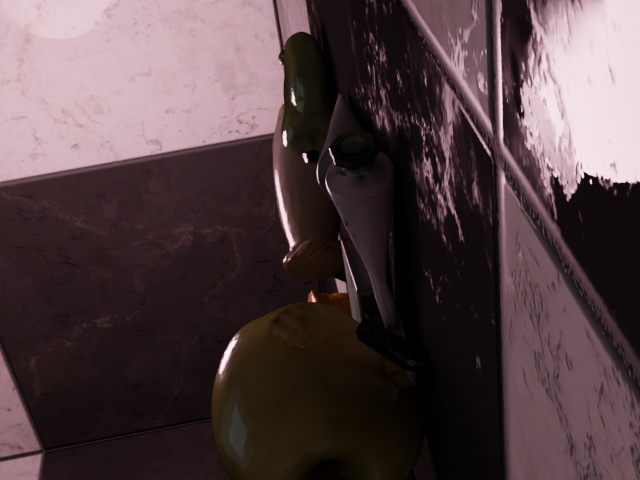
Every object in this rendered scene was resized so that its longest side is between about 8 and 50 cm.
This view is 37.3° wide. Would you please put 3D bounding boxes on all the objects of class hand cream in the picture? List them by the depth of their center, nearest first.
[{"bbox_3d":[0.068,0.013,1.104,0.336,0.076,0.121,73,-172,-46],"label":"hand cream"},{"bbox_3d":[0.033,-0.114,1.254,0.341,0.077,0.125,-92,-8,-75],"label":"hand cream"}]

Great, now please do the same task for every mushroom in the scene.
[{"bbox_3d":[-0.026,-0.098,1.935,0.154,0.137,0.408,105,163,-55],"label":"mushroom"}]

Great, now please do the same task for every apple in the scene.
[{"bbox_3d":[-0.005,0.214,1.167,0.279,0.279,0.279,170,90,-88],"label":"apple"}]

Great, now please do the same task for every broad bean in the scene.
[{"bbox_3d":[-0.020,-0.246,1.644,0.169,0.100,0.228,-155,65,-80],"label":"broad bean"}]

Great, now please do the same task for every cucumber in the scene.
[{"bbox_3d":[0.085,0.122,1.082,0.133,0.032,0.032,24,127,61],"label":"cucumber"}]

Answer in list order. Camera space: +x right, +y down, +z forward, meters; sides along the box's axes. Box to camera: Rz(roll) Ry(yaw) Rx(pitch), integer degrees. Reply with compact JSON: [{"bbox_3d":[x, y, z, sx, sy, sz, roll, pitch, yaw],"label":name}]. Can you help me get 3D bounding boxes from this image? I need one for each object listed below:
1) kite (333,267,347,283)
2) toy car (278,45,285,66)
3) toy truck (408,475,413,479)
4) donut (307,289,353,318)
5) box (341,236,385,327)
[{"bbox_3d":[-0.001,0.001,2.038,0.250,0.012,0.229,54,-161,-15],"label":"kite"},{"bbox_3d":[-0.027,-0.296,1.763,0.054,0.073,0.143,-26,75,50],"label":"toy car"},{"bbox_3d":[0.096,0.399,1.517,0.216,0.110,0.116,-110,-1,-74],"label":"toy truck"},{"bbox_3d":[0.049,0.240,1.883,0.303,0.110,0.303,170,90,-85],"label":"donut"},{"bbox_3d":[0.080,0.150,1.474,0.211,0.045,0.270,-106,6,-66],"label":"box"}]
